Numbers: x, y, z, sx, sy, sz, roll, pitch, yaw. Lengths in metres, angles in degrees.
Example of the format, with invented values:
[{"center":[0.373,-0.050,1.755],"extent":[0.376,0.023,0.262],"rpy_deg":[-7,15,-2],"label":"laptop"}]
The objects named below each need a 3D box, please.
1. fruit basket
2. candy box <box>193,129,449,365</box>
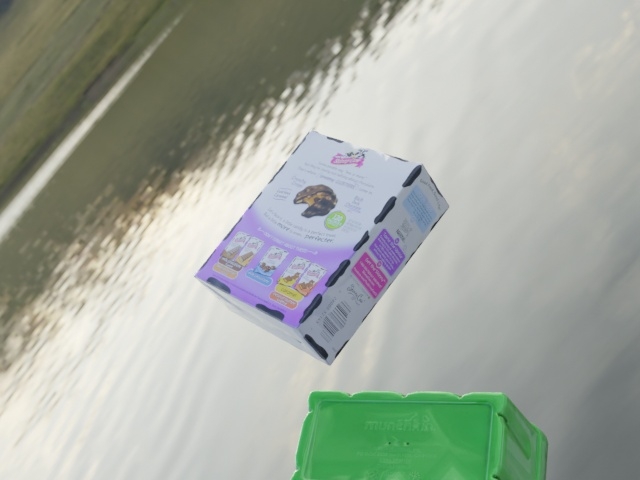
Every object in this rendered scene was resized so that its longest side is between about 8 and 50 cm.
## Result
[{"center":[0.146,0.402,1.491],"extent":[0.392,0.392,0.283],"rpy_deg":[-35,31,43],"label":"fruit basket"},{"center":[0.000,0.000,0.983],"extent":[0.165,0.070,0.196],"rpy_deg":[23,70,46],"label":"candy box"}]
